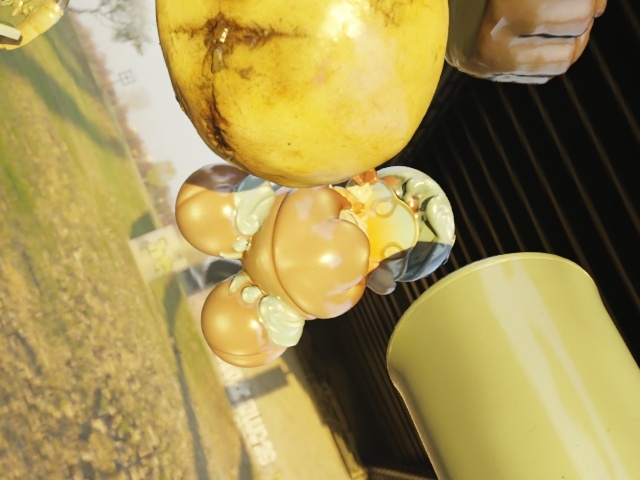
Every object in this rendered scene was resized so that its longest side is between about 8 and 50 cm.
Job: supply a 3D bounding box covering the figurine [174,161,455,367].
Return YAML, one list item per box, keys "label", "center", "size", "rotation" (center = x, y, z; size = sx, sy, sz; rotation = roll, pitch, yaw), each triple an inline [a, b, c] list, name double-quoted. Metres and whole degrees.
- label: "figurine"
  center: [0.001, -0.001, 1.250]
  size: [0.388, 0.248, 0.276]
  rotation: [-19, 95, -58]

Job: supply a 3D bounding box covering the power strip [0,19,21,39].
- label: "power strip"
  center: [-0.460, -0.304, 1.245]
  size: [0.027, 0.017, 0.083]
  rotation: [37, 13, 24]

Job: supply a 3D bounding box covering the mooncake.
- label: "mooncake"
  center: [0.276, -0.406, 1.257]
  size: [0.381, 0.212, 0.350]
  rotation: [-110, -157, -65]

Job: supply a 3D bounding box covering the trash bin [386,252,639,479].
- label: "trash bin"
  center: [0.252, 0.217, 1.005]
  size: [0.432, 0.280, 0.280]
  rotation: [-109, -175, -47]

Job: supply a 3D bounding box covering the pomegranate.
- label: "pomegranate"
  center: [-0.013, -0.174, 0.726]
  size: [0.260, 0.260, 0.260]
  rotation: [158, -90, -80]

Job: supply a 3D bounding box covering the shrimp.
- label: "shrimp"
  center: [-0.488, -0.354, 1.348]
  size: [0.059, 0.254, 0.145]
  rotation: [20, 58, -74]
